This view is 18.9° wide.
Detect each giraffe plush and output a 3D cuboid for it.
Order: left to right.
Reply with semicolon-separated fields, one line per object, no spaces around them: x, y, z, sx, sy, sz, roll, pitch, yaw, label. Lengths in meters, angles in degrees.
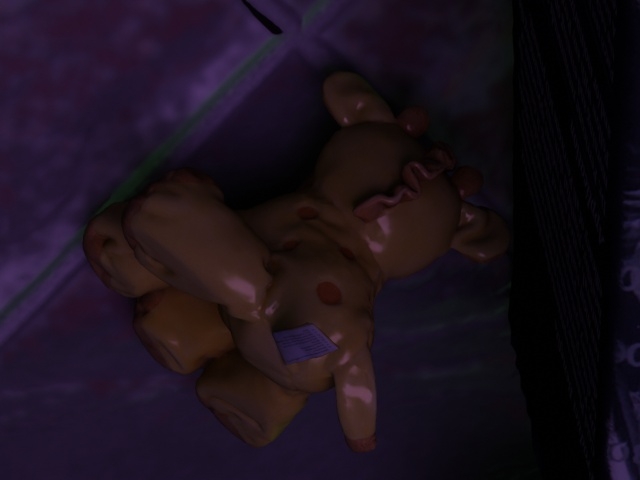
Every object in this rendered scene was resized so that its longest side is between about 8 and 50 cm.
0.000;0.000;1.064;0.170;0.210;0.181;-46;118;-26;giraffe plush

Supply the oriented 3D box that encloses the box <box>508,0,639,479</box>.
0.344;-0.050;0.937;0.479;0.297;0.472;-6;137;0;box
